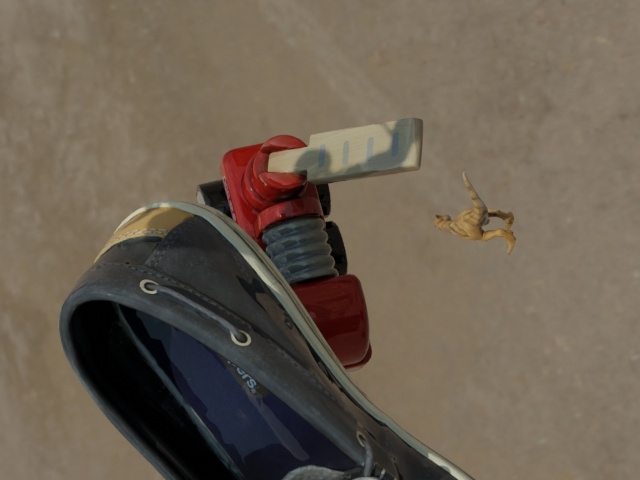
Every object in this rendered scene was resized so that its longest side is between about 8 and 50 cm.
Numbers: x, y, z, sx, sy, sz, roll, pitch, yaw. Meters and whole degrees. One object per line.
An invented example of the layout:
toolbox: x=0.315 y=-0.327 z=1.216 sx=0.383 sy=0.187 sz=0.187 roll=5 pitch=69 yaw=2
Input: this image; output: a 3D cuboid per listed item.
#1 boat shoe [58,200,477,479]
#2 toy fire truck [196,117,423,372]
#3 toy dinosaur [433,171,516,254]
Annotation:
boat shoe: x=-0.005 y=0.190 z=1.053 sx=0.500 sy=0.156 sz=0.187 roll=50 pitch=123 yaw=2
toy fire truck: x=0.000 y=0.000 z=1.251 sx=0.246 sy=0.158 sz=0.217 roll=122 pitch=135 yaw=-72
toy dinosaur: x=0.205 y=-0.025 z=1.927 sx=0.211 sy=0.112 sz=0.064 roll=137 pitch=144 yaw=-72
